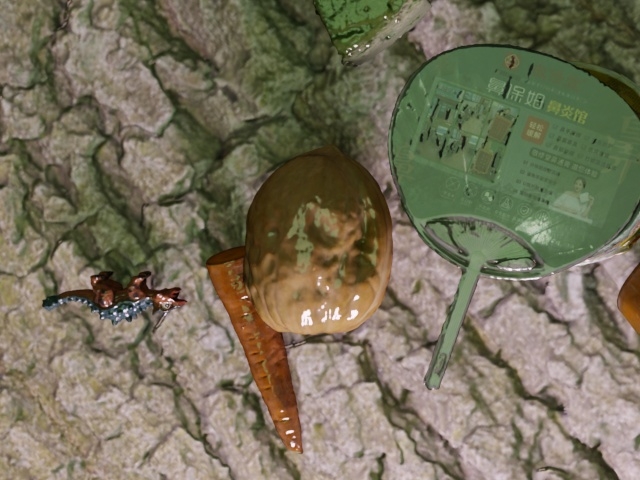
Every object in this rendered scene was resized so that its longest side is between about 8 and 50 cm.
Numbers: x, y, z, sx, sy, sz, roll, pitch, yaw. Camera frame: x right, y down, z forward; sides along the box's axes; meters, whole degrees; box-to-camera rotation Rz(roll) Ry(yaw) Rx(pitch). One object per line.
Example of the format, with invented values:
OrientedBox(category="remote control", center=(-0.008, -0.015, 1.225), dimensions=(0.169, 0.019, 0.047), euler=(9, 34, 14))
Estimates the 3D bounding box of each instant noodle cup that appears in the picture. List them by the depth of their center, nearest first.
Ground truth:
OrientedBox(category="instant noodle cup", center=(0.225, -0.069, 1.223), dimensions=(0.205, 0.153, 0.205), euler=(1, 95, 11))

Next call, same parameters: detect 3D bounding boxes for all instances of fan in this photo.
OrientedBox(category="fan", center=(0.133, -0.044, 1.162), dimensions=(0.294, 0.012, 0.223), euler=(-42, 86, 12))

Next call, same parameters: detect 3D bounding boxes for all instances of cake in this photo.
OrientedBox(category="cake", center=(0.015, -0.293, 1.271), dimensions=(0.099, 0.100, 0.235), euler=(-27, 90, 12))

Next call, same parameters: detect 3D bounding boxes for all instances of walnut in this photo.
OrientedBox(category="walnut", center=(0.000, 0.000, 1.276), dimensions=(0.155, 0.155, 0.184), euler=(3, 94, 12))

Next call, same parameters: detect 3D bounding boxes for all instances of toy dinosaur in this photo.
OrientedBox(category="toy dinosaur", center=(-0.214, 0.059, 1.382), dimensions=(0.154, 0.049, 0.055), euler=(-3, 98, 7))

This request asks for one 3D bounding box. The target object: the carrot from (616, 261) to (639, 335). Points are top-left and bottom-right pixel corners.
OrientedBox(category="carrot", center=(0.364, 0.017, 1.238), dimensions=(0.193, 0.087, 0.087), euler=(-42, 86, 11))

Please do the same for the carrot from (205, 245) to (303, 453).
OrientedBox(category="carrot", center=(-0.058, 0.117, 1.355), dimensions=(0.057, 0.057, 0.224), euler=(-16, 96, 13))
